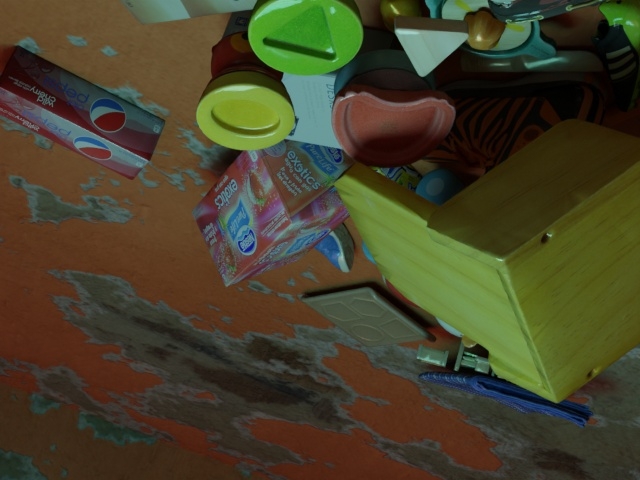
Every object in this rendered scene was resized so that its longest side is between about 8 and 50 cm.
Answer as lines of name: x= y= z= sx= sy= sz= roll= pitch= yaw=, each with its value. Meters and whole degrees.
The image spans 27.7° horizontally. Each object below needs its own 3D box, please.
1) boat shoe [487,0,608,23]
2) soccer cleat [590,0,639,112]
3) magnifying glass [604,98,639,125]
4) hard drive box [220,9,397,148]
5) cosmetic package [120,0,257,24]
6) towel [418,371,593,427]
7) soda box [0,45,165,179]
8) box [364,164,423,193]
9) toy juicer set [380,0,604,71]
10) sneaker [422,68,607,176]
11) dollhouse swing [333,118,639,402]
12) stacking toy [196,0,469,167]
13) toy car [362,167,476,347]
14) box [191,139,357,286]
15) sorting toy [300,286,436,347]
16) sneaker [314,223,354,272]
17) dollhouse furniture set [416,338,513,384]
boat shoe: x=0.295 y=-0.298 z=1.443 sx=0.228 sy=0.081 sz=0.068 roll=-11 pitch=147 yaw=16
soccer cleat: x=0.368 y=-0.229 z=1.588 sx=0.072 sy=0.060 sz=0.179 roll=18 pitch=148 yaw=21
magnifying glass: x=0.450 y=-0.190 z=1.638 sx=0.092 sy=0.026 sz=0.231 roll=33 pitch=150 yaw=-26
hard drive box: x=-0.011 y=-0.218 z=1.799 sx=0.232 sy=0.089 sz=0.181 roll=10 pitch=152 yaw=14
cosmetic package: x=-0.120 y=-0.363 z=1.550 sx=0.296 sy=0.129 sz=0.153 roll=-3 pitch=146 yaw=34
towel: x=0.343 y=0.296 z=2.460 sx=0.243 sy=0.040 sz=0.336 roll=18 pitch=172 yaw=-11
soda box: x=-0.389 y=-0.200 z=2.070 sx=0.263 sy=0.083 sz=0.092 roll=26 pitch=152 yaw=-16
box: x=0.122 y=-0.081 z=2.010 sx=0.059 sy=0.054 sz=0.169 roll=-8 pitch=142 yaw=41
toy juicer set: x=0.175 y=-0.265 z=1.596 sx=0.209 sy=0.089 sz=0.329 roll=-10 pitch=142 yaw=43
sneaker: x=0.225 y=-0.120 z=1.735 sx=0.125 sy=0.180 sz=0.321 roll=36 pitch=148 yaw=-31
dollhouse swing: x=0.248 y=-0.018 z=1.653 sx=0.305 sy=0.315 sz=0.347 roll=51 pitch=174 yaw=40
stacking toy: x=0.021 y=-0.229 z=1.577 sx=0.309 sy=0.130 sz=0.279 roll=9 pitch=142 yaw=-13
toy car: x=0.224 y=0.055 z=1.942 sx=0.219 sy=0.210 sz=0.238 roll=39 pitch=-170 yaw=-50
box: x=-0.065 y=-0.056 z=2.013 sx=0.142 sy=0.154 sz=0.300 roll=64 pitch=150 yaw=9
sorting toy: x=0.093 y=0.142 z=2.470 sx=0.193 sy=0.038 sz=0.208 roll=38 pitch=152 yaw=-33
sneaker: x=0.000 y=-0.001 z=2.225 sx=0.085 sy=0.058 sz=0.152 roll=-1 pitch=143 yaw=23
dollhouse furniture set: x=0.271 y=0.183 z=2.322 sx=0.182 sy=0.101 sz=0.161 roll=14 pitch=172 yaw=7
